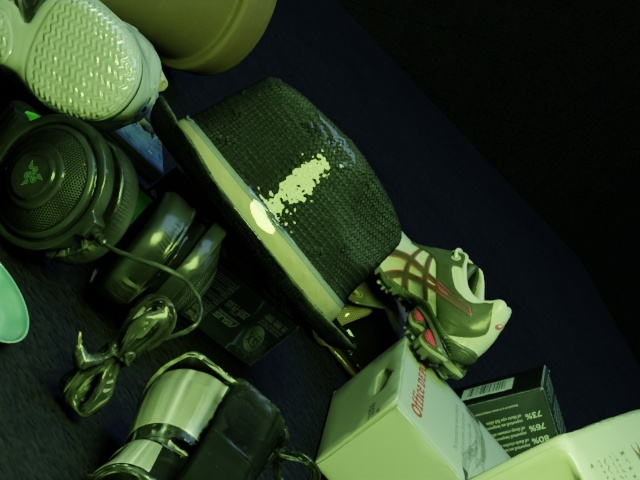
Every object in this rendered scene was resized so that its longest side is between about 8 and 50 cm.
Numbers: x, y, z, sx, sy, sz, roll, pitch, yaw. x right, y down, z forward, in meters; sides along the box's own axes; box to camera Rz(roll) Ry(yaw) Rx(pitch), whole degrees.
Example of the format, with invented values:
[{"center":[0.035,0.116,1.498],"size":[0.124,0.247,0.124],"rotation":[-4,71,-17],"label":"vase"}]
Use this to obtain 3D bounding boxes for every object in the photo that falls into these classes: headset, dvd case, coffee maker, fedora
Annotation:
[{"center":[-0.213,0.009,1.376],"size":[0.243,0.185,0.394],"rotation":[38,5,-31],"label":"headset"},{"center":[-0.266,-0.192,1.813],"size":[0.180,0.022,0.253],"rotation":[43,18,-28],"label":"dvd case"},{"center":[-0.092,0.196,1.183],"size":[0.171,0.120,0.178],"rotation":[19,29,4],"label":"coffee maker"},{"center":[-0.025,-0.050,1.526],"size":[0.334,0.152,0.334],"rotation":[51,0,0],"label":"fedora"}]

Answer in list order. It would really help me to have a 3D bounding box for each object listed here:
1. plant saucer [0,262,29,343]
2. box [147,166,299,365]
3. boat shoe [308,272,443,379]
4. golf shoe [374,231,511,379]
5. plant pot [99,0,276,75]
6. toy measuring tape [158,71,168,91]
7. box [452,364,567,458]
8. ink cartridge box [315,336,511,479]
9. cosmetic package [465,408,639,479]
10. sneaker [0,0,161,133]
[{"center":[-0.291,0.041,1.206],"size":[0.119,0.021,0.119],"rotation":[47,16,-18],"label":"plant saucer"},{"center":[-0.120,0.029,1.629],"size":[0.180,0.077,0.147],"rotation":[41,18,-37],"label":"box"},{"center":[0.039,0.074,1.901],"size":[0.355,0.132,0.130],"rotation":[50,15,-4],"label":"boat shoe"},{"center":[0.140,0.049,1.819],"size":[0.105,0.120,0.273],"rotation":[37,16,-47],"label":"golf shoe"},{"center":[-0.219,-0.373,1.993],"size":[0.229,0.263,0.263],"rotation":[9,43,-46],"label":"plant pot"},{"center":[-0.279,-0.278,1.718],"size":[0.330,0.121,0.121],"rotation":[24,31,-44],"label":"toy measuring tape"},{"center":[0.246,0.286,1.884],"size":[0.108,0.153,0.207],"rotation":[-46,120,-74],"label":"box"},{"center":[0.145,0.294,1.714],"size":[0.307,0.129,0.223],"rotation":[49,15,-9],"label":"ink cartridge box"},{"center":[0.180,0.362,1.229],"size":[0.329,0.327,0.394],"rotation":[63,17,12],"label":"cosmetic package"},{"center":[-0.312,-0.238,1.560],"size":[0.366,0.137,0.210],"rotation":[41,0,15],"label":"sneaker"}]
